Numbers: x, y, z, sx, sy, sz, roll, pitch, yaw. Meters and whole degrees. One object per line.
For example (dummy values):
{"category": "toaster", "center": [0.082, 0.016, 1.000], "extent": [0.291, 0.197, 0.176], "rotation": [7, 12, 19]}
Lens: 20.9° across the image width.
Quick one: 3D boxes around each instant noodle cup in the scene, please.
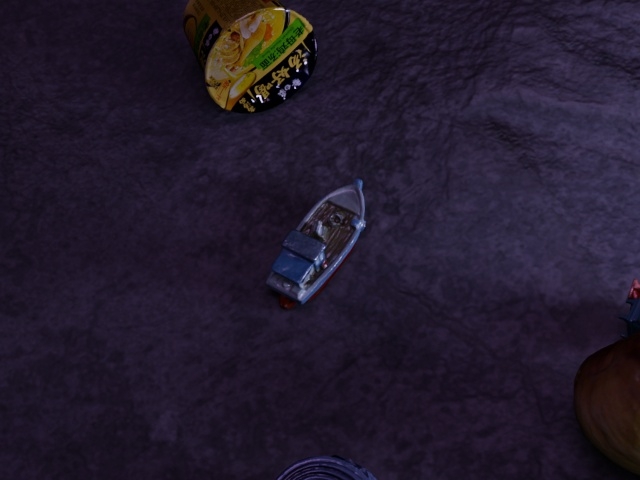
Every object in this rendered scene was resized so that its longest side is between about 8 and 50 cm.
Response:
{"category": "instant noodle cup", "center": [-0.095, -0.246, 2.120], "extent": [0.151, 0.151, 0.122], "rotation": [-28, 46, -12]}

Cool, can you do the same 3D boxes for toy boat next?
{"category": "toy boat", "center": [0.000, 0.000, 1.982], "extent": [0.069, 0.059, 0.173], "rotation": [27, 63, 23]}

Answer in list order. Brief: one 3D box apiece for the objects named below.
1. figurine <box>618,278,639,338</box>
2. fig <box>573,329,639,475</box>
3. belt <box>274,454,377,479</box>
{"category": "figurine", "center": [0.394, 0.094, 1.864], "extent": [0.140, 0.068, 0.075], "rotation": [15, 56, 19]}
{"category": "fig", "center": [0.335, 0.199, 1.766], "extent": [0.143, 0.160, 0.231], "rotation": [13, 70, -27]}
{"category": "belt", "center": [0.015, 0.311, 1.756], "extent": [0.141, 0.082, 0.190], "rotation": [-18, 57, -2]}
